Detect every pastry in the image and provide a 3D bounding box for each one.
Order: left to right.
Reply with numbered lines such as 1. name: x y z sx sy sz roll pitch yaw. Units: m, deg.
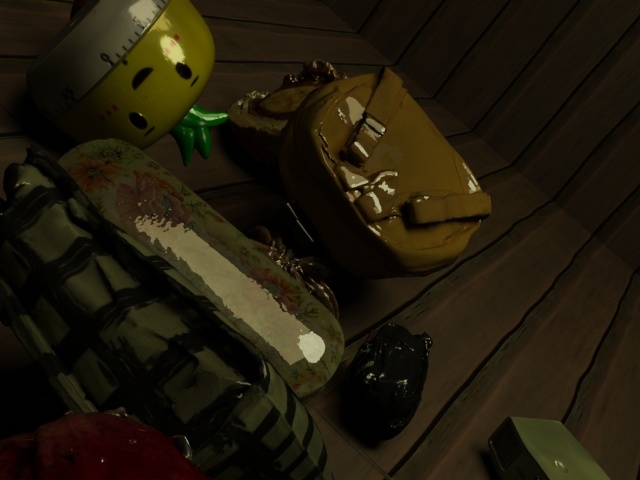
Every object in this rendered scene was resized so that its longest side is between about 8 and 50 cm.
1. pastry: -0.034 -0.195 1.791 0.256 0.237 0.170 47 -24 51

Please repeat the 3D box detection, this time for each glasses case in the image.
1. glasses case: -0.155 0.038 1.205 0.425 0.098 0.156 40 50 6

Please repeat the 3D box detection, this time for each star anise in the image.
1. star anise: -0.060 0.057 1.372 0.229 0.093 0.236 10 31 -41

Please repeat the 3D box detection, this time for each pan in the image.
1. pan: -0.002 0.002 1.624 0.115 0.040 0.212 34 29 -9

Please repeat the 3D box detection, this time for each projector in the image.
1. projector: 0.344 0.369 1.375 0.194 0.088 0.269 15 31 -43

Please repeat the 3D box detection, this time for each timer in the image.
1. timer: -0.246 -0.219 1.409 0.285 0.285 0.285 32 22 -15

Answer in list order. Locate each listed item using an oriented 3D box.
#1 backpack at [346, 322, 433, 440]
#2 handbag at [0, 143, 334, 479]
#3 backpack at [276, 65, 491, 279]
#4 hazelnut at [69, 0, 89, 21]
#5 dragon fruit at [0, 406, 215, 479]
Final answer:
1. backpack: 0.085 0.185 1.307 0.106 0.120 0.165 19 19 11
2. handbag: -0.150 0.108 0.873 0.327 0.162 0.325 46 -11 27
3. backpack: 0.079 -0.094 1.509 0.353 0.201 0.378 53 32 10
4. hazelnut: -0.314 -0.339 1.605 0.214 0.176 0.214 -7 90 -80
5. dragon fruit: -0.142 0.264 0.537 0.329 0.329 0.329 32 22 -15
